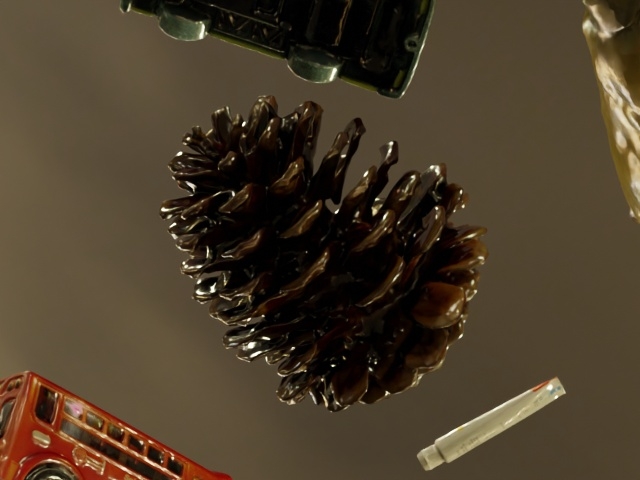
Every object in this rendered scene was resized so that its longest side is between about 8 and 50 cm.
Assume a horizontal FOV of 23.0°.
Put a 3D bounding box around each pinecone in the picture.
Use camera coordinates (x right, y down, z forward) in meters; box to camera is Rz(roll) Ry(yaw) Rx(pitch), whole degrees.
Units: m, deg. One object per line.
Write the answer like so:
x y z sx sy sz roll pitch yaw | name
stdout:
-0.001 0.000 1.297 0.292 0.246 0.246 45 -34 -19 | pinecone

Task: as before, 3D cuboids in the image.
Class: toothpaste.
0.202 0.217 1.867 0.031 0.190 0.048 63 5 38 | toothpaste

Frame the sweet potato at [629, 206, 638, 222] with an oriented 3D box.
0.319 -0.093 1.172 0.097 0.097 0.252 42 -58 18 | sweet potato

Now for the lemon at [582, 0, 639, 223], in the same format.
0.313 -0.100 0.819 0.350 0.387 0.350 -41 -138 51 | lemon

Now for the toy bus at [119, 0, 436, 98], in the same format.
-0.026 -0.237 1.378 0.262 0.150 0.128 18 -53 0 | toy bus

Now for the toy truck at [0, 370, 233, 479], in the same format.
-0.143 0.193 1.104 0.107 0.114 0.252 -22 -45 40 | toy truck
